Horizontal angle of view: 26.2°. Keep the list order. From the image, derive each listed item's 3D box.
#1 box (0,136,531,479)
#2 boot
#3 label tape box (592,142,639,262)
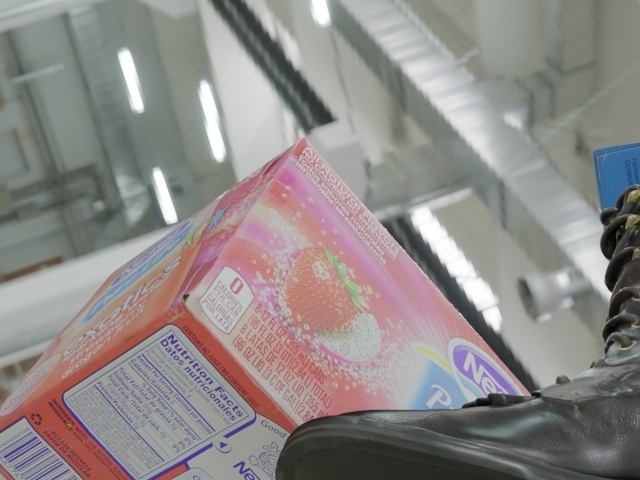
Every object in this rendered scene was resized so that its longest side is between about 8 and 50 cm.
[{"bbox_3d":[0.018,0.125,0.632,0.300,0.154,0.142,48,37,-12],"label":"box"},{"bbox_3d":[0.128,0.052,0.557,0.229,0.263,0.091,-74,169,-53],"label":"boot"},{"bbox_3d":[0.371,0.028,1.388,0.334,0.106,0.240,1,79,-69],"label":"label tape box"}]
